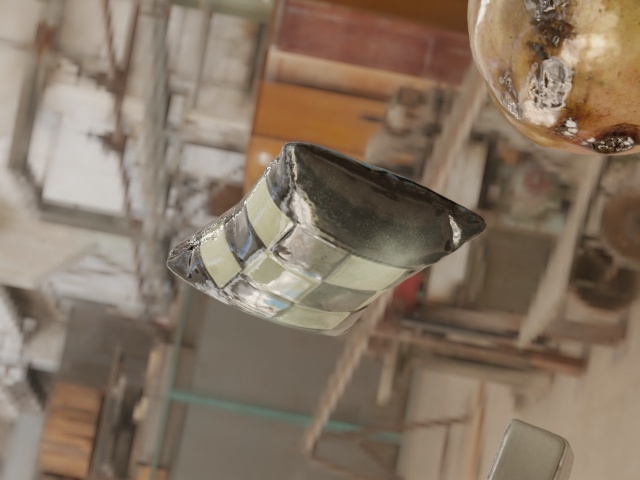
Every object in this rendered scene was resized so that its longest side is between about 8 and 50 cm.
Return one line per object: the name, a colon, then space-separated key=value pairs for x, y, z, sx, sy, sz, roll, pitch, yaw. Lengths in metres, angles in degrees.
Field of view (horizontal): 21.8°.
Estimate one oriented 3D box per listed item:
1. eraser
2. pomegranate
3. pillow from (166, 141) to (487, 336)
eraser: x=0.194 y=0.221 z=1.539 sx=0.352 sy=0.061 sz=0.089 roll=49 pitch=-119 yaw=-76
pomegranate: x=0.306 y=-0.230 z=1.766 sx=0.322 sy=0.322 sz=0.322 roll=-170 pitch=90 yaw=-88
pillow: x=0.000 y=0.000 z=1.399 sx=0.250 sy=0.186 sz=0.106 roll=-39 pitch=35 yaw=52
